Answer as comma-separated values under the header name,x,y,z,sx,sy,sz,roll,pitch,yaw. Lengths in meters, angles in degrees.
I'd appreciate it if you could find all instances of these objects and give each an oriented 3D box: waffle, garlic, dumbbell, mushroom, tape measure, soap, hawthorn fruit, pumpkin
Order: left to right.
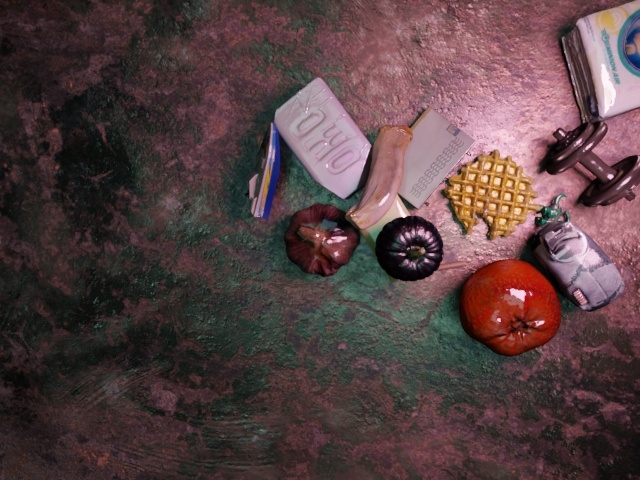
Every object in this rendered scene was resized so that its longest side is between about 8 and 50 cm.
name,x,y,z,sx,sy,sz,roll,pitch,yaw
garlic,0.000,0.000,1.427,0.245,0.160,0.245,0,94,7
soap,0.024,-0.301,1.428,0.208,0.115,0.347,-36,89,9
mushroom,0.179,-0.187,1.336,0.122,0.095,0.351,19,72,13
pumpkin,0.249,0.025,1.281,0.194,0.150,0.194,12,120,22
waffle,0.530,-0.136,1.400,0.250,0.056,0.261,-33,86,8
hawthorn fruit,0.551,0.181,1.323,0.275,0.300,0.275,16,129,20
tape measure,0.710,0.069,1.286,0.147,0.256,0.275,-37,87,16
dumbbell,0.776,-0.215,1.293,0.290,0.192,0.192,43,98,1

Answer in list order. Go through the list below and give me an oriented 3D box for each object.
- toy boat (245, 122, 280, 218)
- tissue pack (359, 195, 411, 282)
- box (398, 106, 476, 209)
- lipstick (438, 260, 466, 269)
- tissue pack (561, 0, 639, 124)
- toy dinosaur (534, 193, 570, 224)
name,x,y,z,sx,sy,sz,roll,pitch,yaw
toy boat,-0.179,-0.224,1.431,0.088,0.129,0.295,7,110,-23
tissue pack,0.228,-0.009,1.412,0.159,0.125,0.234,-32,89,7
box,0.324,-0.252,1.418,0.211,0.045,0.270,40,97,11
lipstick,0.414,0.080,1.447,0.094,0.019,0.019,-9,92,7
tissue pack,0.922,-0.524,1.269,0.388,0.162,0.287,-17,94,9
toy dinosaur,0.714,-0.078,1.382,0.096,0.059,0.132,9,103,-1
